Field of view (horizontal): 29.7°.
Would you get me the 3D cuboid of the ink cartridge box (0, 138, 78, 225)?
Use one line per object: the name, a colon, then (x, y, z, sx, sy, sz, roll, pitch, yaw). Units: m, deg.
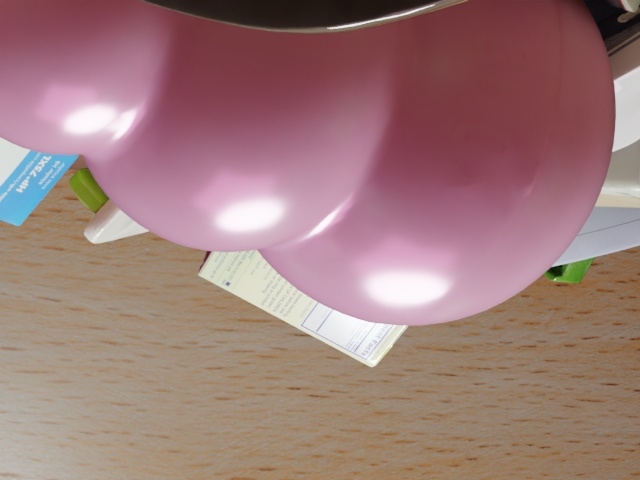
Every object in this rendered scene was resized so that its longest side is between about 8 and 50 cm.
ink cartridge box: (-0.293, -0.105, 0.836, 0.134, 0.078, 0.231, 49, -168, 29)

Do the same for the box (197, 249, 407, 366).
box: (0.000, 0.000, 1.470, 0.243, 0.117, 0.213, 29, -149, -11)

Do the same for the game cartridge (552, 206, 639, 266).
game cartridge: (0.205, -0.045, 0.987, 0.297, 0.062, 0.198, -15, -163, 0)

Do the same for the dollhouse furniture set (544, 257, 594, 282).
dollhouse furniture set: (0.149, -0.101, 1.248, 0.198, 0.151, 0.301, 7, -153, -36)

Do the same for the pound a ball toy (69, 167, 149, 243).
pound a ball toy: (-0.152, -0.121, 0.829, 0.208, 0.136, 0.319, 44, -171, 4)

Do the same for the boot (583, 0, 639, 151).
boot: (0.199, -0.123, 0.639, 0.190, 0.086, 0.069, -26, 135, 31)

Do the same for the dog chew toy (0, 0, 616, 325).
dog chew toy: (-0.022, -0.078, 0.565, 0.332, 0.206, 0.207, 15, 174, -31)

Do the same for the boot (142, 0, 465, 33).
boot: (0.047, -0.122, 0.380, 0.305, 0.112, 0.115, 2, -172, 21)

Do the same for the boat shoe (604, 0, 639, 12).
boat shoe: (0.116, -0.136, 0.533, 0.043, 0.049, 0.137, 8, 178, 28)

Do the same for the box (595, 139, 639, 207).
box: (0.117, -0.090, 0.853, 0.311, 0.121, 0.148, 4, 178, 41)
